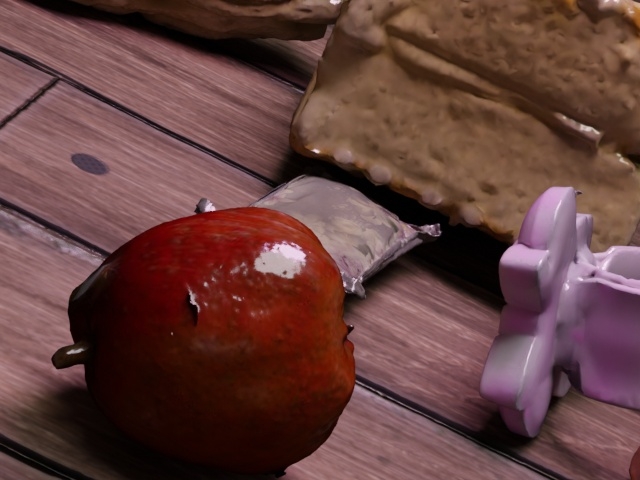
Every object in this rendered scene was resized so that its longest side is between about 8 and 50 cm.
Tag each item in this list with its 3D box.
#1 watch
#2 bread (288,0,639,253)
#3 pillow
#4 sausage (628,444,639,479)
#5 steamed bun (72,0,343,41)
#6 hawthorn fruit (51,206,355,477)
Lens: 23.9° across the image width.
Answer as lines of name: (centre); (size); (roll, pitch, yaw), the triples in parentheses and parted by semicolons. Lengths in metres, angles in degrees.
watch: (0.274, 0.063, 1.285); (0.217, 0.211, 0.248); (9, 10, 19)
bread: (0.182, -0.167, 1.566); (0.371, 0.279, 0.390); (26, 13, 1)
pillow: (0.000, 0.000, 1.355); (0.169, 0.059, 0.255); (24, 21, 17)
sausage: (0.399, 0.222, 1.300); (0.274, 0.074, 0.074); (18, 26, -21)
steamed bun: (-0.184, -0.341, 1.749); (0.428, 0.189, 0.247); (7, 62, -26)
hawthorn fruit: (-0.079, 0.069, 1.016); (0.202, 0.185, 0.185); (-2, 34, -20)
